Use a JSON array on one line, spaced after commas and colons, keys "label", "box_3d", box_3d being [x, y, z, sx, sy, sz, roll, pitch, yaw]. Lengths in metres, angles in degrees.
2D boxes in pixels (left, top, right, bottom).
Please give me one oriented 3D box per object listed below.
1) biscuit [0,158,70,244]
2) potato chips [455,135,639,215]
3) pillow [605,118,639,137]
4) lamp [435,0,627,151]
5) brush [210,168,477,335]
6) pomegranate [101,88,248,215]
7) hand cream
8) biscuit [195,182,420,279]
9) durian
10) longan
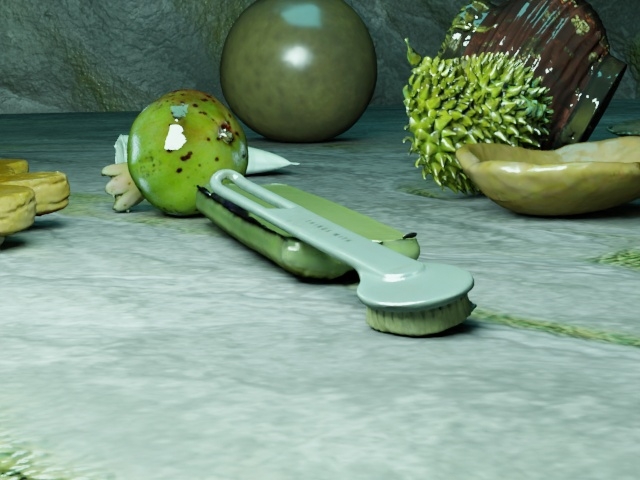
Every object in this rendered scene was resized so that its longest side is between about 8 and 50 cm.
[{"label": "biscuit", "box_3d": [-0.305, -0.030, 1.033, 0.197, 0.049, 0.301, -9, 11, -23]}, {"label": "potato chips", "box_3d": [0.221, -0.055, 1.100, 0.195, 0.062, 0.208, 2, 9, 25]}, {"label": "pillow", "box_3d": [0.537, -0.161, 1.880, 0.135, 0.034, 0.211, -2, 9, -33]}, {"label": "lamp", "box_3d": [0.264, -0.216, 1.627, 0.247, 0.247, 0.247, -1, 9, 0]}, {"label": "brush", "box_3d": [0.000, 0.000, 0.747, 0.062, 0.027, 0.266, -16, 24, -25]}, {"label": "pomegranate", "box_3d": [-0.133, -0.071, 1.124, 0.142, 0.114, 0.114, -22, -3, 30]}, {"label": "hand cream", "box_3d": [-0.131, -0.093, 1.444, 0.205, 0.050, 0.078, 1, 5, -23]}, {"label": "biscuit", "box_3d": [-0.025, -0.013, 0.928, 0.099, 0.038, 0.322, 0, 8, -17]}, {"label": "durian", "box_3d": [0.160, -0.114, 1.202, 0.095, 0.137, 0.221, -8, -9, 43]}, {"label": "longan", "box_3d": [-0.033, -0.264, 1.962, 0.258, 0.258, 0.258, -1, 9, 0]}]
